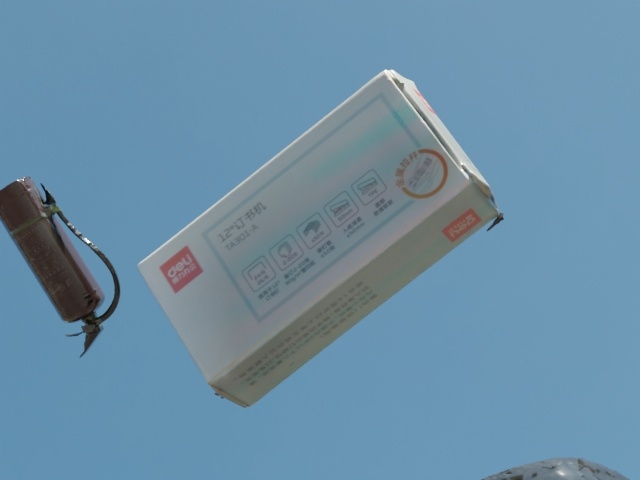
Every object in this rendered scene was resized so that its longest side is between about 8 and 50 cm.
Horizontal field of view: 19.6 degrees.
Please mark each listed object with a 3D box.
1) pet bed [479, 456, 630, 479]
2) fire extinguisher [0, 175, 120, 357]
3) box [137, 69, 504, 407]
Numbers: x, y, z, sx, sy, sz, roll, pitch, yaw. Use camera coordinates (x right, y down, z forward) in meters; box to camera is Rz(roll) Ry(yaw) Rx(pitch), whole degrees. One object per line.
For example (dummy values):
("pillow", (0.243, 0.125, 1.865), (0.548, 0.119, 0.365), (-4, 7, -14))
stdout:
("pet bed", (0.181, 0.262, 1.305), (0.183, 0.211, 0.159), (2, -48, -25))
("fire extinguisher", (-0.220, 0.018, 1.583), (0.078, 0.045, 0.157), (-30, -89, 29))
("box", (0.000, 0.000, 1.463), (0.269, 0.135, 0.079), (-39, -30, 6))
